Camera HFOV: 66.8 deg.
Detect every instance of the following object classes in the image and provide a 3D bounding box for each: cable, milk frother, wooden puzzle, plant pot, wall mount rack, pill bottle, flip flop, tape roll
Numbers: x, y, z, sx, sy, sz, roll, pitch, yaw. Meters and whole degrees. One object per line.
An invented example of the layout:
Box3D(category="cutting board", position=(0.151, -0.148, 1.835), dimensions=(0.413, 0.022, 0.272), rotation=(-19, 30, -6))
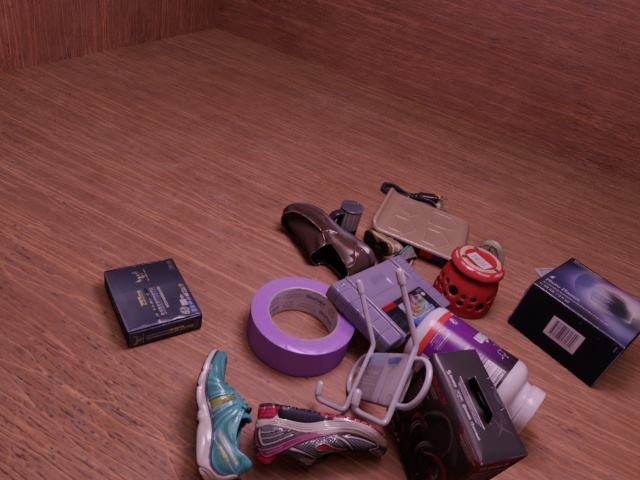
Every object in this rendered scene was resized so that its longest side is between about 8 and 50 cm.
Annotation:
Box3D(category="cable", position=(0.384, -0.162, 2.011), dimensions=(0.287, 0.072, 0.139), rotation=(11, 51, 15))
Box3D(category="milk frother", position=(0.101, -0.040, 1.641), dimensions=(0.143, 0.135, 0.129), rotation=(36, 41, 26))
Box3D(category="wooden puzzle", position=(0.374, -0.040, 1.800), dimensions=(0.347, 0.081, 0.322), rotation=(27, 35, 7))
Box3D(category="plant pot", position=(0.475, 0.122, 1.535), dimensions=(0.191, 0.174, 0.191), rotation=(12, 34, -9))
Box3D(category="wall mount rack", position=(0.117, 0.234, 1.067), dimensions=(0.130, 0.350, 0.304), rotation=(31, 70, -13))
Box3D(category="pill bottle", position=(0.379, 0.325, 1.211), dimensions=(0.323, 0.182, 0.181), rotation=(36, 40, 25))
Box3D(category="flip flop", position=(0.591, 0.063, 1.736), dimensions=(0.112, 0.080, 0.277), rotation=(34, 39, 24))
Box3D(category="tape roll", position=(-0.052, 0.219, 1.272), dimensions=(0.274, 0.090, 0.275), rotation=(10, 36, -7))

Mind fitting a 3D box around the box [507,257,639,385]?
Box3D(category="box", position=(0.807, 0.234, 1.502), dimensions=(0.294, 0.183, 0.296), rotation=(-18, 47, -40))

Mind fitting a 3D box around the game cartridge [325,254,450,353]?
Box3D(category="game cartridge", position=(0.205, 0.165, 1.362), dimensions=(0.230, 0.068, 0.355), rotation=(41, 34, 24))

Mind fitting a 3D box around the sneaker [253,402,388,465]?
Box3D(category="sneaker", position=(0.001, 0.419, 1.018), dimensions=(0.299, 0.121, 0.112), rotation=(16, 70, -17))

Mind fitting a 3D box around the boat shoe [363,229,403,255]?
Box3D(category="boat shoe", position=(0.215, 0.009, 1.648), dimensions=(0.072, 0.068, 0.190), rotation=(-6, 22, -22))

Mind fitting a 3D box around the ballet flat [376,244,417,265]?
Box3D(category="ballet flat", position=(0.250, 0.080, 1.599), dimensions=(0.213, 0.072, 0.068), rotation=(-27, 83, -41))

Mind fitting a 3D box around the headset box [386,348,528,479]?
Box3D(category="headset box", position=(0.263, 0.374, 0.979), dimensions=(0.110, 0.293, 0.218), rotation=(0, 49, -21))

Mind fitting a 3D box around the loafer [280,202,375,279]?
Box3D(category="loafer", position=(0.000, 0.000, 1.548), dimensions=(0.366, 0.134, 0.130), rotation=(31, 47, 26))

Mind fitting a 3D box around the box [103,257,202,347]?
Box3D(category="box", position=(-0.432, 0.151, 1.243), dimensions=(0.183, 0.059, 0.233), rotation=(-12, 43, -32))

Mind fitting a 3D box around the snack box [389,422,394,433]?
Box3D(category="snack box", position=(0.254, 0.441, 1.143), dimensions=(0.178, 0.022, 0.064), rotation=(-2, 39, -23))

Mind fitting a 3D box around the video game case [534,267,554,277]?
Box3D(category="video game case", position=(0.858, 0.145, 1.786), dimensions=(0.087, 0.011, 0.122), rotation=(1, 38, -21))

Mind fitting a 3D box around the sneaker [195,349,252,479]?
Box3D(category="sneaker", position=(-0.197, 0.356, 1.008), dimensions=(0.109, 0.107, 0.275), rotation=(-9, 50, -6))
